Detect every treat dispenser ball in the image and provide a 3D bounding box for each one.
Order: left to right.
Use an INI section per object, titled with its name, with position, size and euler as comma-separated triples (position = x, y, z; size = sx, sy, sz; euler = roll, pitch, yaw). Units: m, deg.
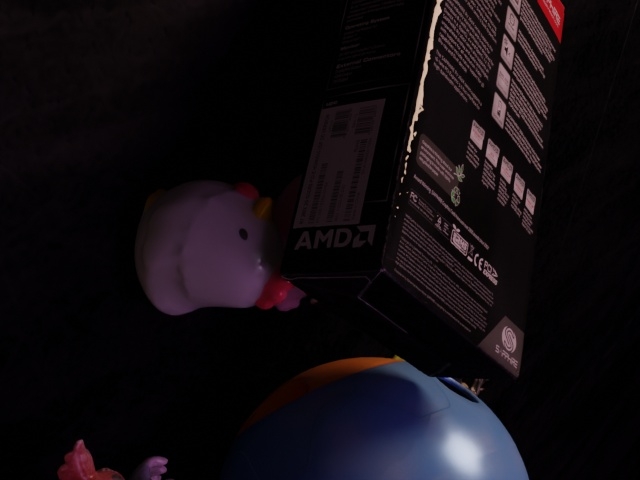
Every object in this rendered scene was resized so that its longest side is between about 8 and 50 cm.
[treat dispenser ball]
position = 0.047, 0.249, 0.859
size = 0.288, 0.288, 0.288
euler = -35, 135, -45

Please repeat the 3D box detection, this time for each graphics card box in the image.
[graphics card box]
position = 0.101, -0.096, 0.766
size = 0.233, 0.094, 0.370
euler = 37, 56, -48

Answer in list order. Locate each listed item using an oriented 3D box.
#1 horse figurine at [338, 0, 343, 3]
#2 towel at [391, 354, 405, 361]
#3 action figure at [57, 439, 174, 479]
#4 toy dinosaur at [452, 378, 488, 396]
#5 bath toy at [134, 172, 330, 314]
[horse figurine]
position = 0.103, -0.175, 0.928
size = 0.174, 0.066, 0.263
euler = -57, 145, -35
[towel]
position = 0.111, 0.164, 1.178
size = 0.237, 0.021, 0.102
euler = -53, 146, -28
[action figure]
position = -0.198, 0.298, 0.646
size = 0.276, 0.248, 0.370
euler = -1, 111, -30
[toy dinosaur]
position = 0.197, 0.247, 1.330
size = 0.118, 0.064, 0.268
euler = -20, 126, -45
[bath toy]
position = 0.000, 0.000, 0.799
size = 0.348, 0.129, 0.151
euler = -2, 109, -57
